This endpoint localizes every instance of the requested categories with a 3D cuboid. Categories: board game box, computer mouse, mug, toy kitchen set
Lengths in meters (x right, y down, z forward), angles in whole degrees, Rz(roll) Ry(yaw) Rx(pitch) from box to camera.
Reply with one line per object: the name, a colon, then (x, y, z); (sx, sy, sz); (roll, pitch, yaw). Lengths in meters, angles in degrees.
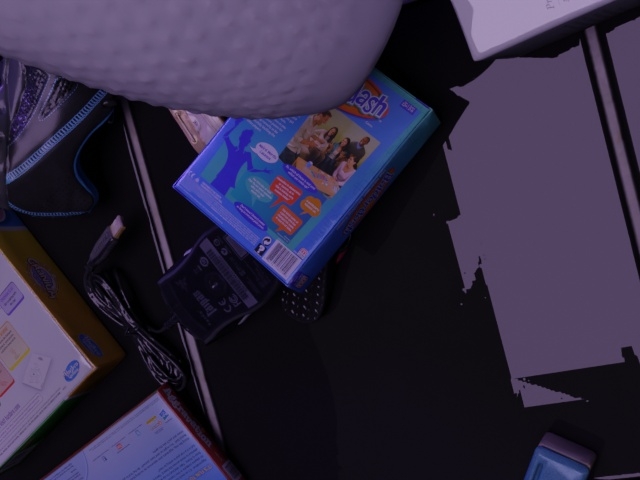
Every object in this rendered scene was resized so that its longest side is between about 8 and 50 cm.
board game box: (-0.409, 0.091, 1.268); (0.242, 0.064, 0.316); (-43, 81, 25)
computer mouse: (-0.143, 0.028, 1.139); (0.184, 0.060, 0.262); (48, 127, 5)
board game box: (-0.014, -0.081, 1.013); (0.160, 0.047, 0.210); (41, 93, 20)
mug: (-0.119, -0.249, 0.904); (0.328, 0.374, 0.276); (19, 94, -18)
board game box: (-0.226, 0.290, 1.230); (0.281, 0.027, 0.145); (-38, 90, 28)
toy kitchen set: (0.259, 0.289, 0.943); (0.207, 0.166, 0.122); (22, 109, 19)

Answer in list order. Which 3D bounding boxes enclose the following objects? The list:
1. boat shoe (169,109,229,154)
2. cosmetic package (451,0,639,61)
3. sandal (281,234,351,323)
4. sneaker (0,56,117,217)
boat shoe: (-0.155, -0.160, 1.102); (0.059, 0.063, 0.170); (-40, 83, 20)
cosmetic package: (0.199, -0.250, 0.872); (0.183, 0.151, 0.151); (-20, 91, 26)
sandal: (0.000, 0.000, 1.080); (0.067, 0.040, 0.179); (27, 121, 22)
sneaker: (-0.277, -0.190, 1.143); (0.139, 0.125, 0.341); (12, 104, -6)
